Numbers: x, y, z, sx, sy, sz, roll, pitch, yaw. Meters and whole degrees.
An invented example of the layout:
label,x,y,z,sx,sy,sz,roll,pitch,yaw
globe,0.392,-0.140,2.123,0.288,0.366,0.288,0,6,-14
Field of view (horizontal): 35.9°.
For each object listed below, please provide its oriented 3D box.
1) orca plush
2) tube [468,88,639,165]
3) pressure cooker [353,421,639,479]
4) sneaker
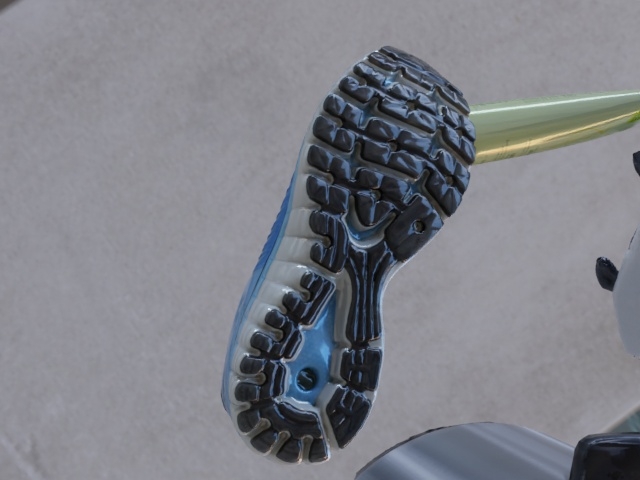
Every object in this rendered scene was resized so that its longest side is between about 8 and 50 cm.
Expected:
label,x,y,z,sx,sy,sz,roll,pitch,yaw
orca plush,0.446,0.016,1.295,0.151,0.102,0.287,7,-61,49
tube,0.249,-0.121,0.999,0.070,0.240,0.062,-123,-153,-57
pressure cooker,0.185,0.356,0.751,0.370,0.375,0.420,51,-11,-10
sneaker,0.000,0.000,0.368,0.063,0.162,0.073,31,-15,-18
